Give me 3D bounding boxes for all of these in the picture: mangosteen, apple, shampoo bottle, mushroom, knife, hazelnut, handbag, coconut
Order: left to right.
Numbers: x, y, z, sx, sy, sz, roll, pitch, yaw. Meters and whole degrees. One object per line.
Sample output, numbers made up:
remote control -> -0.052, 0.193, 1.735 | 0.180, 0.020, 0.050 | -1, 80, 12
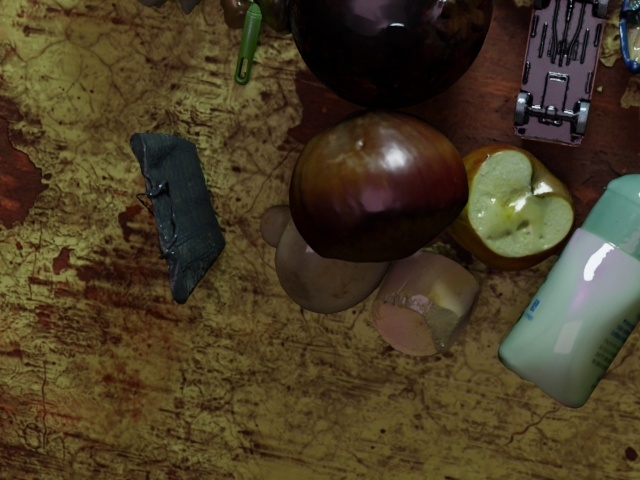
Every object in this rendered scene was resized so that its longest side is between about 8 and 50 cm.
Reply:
handbag -> -0.231, -0.046, 1.937 | 0.088, 0.175, 0.270 | -14, 99, 13
knife -> -0.113, -0.334, 1.904 | 0.054, 0.015, 0.212 | 15, 123, 2
mushroom -> 0.016, 0.009, 1.907 | 0.206, 0.209, 0.206 | -3, 102, -16
mangosteen -> 0.074, -0.349, 1.762 | 0.359, 0.306, 0.306 | 26, 109, 42
hazelnut -> 0.077, -0.077, 1.712 | 0.251, 0.217, 0.217 | -19, 97, -9
coconut -> 0.162, 0.089, 1.892 | 0.147, 0.153, 0.147 | 20, 137, 19
apple -> 0.272, -0.050, 1.828 | 0.195, 0.160, 0.173 | 44, 93, -9
shampoo bottle -> 0.407, 0.064, 1.801 | 0.151, 0.222, 0.349 | 34, 94, 17

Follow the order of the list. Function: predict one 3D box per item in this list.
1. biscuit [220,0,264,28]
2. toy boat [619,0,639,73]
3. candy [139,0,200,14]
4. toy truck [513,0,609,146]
biscuit -> -0.090, -0.501, 1.887 | 0.217, 0.044, 0.325 | -13, 98, 17
toy boat -> 0.492, -0.357, 1.742 | 0.114, 0.115, 0.262 | 23, 105, 8
candy -> -0.214, -0.458, 1.843 | 0.195, 0.137, 0.185 | -33, 83, 44
toy truck -> 0.349, -0.270, 1.794 | 0.107, 0.114, 0.253 | 11, 104, 11
